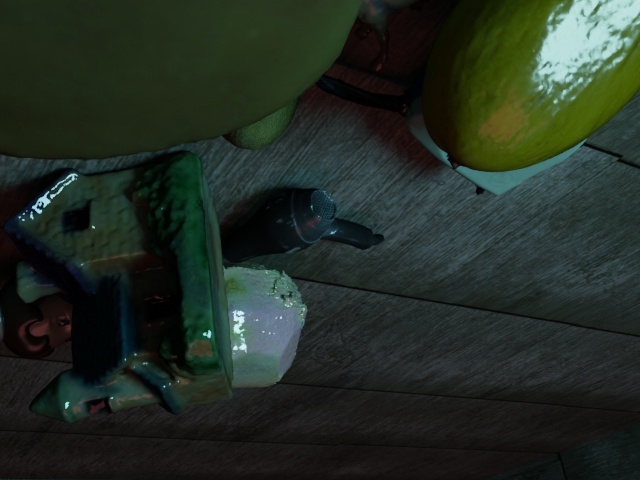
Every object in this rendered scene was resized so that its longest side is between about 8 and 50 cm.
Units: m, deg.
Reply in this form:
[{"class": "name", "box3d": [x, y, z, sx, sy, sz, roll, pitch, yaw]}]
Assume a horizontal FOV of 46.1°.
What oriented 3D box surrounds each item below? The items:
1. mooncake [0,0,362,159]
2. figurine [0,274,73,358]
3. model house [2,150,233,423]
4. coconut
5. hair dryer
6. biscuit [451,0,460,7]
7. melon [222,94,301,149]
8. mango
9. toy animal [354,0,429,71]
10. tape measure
[{"class": "mooncake", "box3d": [-0.171, -0.271, 0.469, 0.467, 0.262, 0.467, -3, 149, -2]}, {"class": "figurine", "box3d": [-0.419, 0.121, 1.211, 0.276, 0.158, 0.161, -4, 141, -7]}, {"class": "model house", "box3d": [-0.274, 0.074, 1.012, 0.280, 0.312, 0.245, -8, 154, -3]}, {"class": "coconut", "box3d": [-0.165, 0.134, 1.253, 0.245, 0.233, 0.233, 5, 149, -35]}, {"class": "hair dryer", "box3d": [0.000, 0.000, 1.185, 0.272, 0.091, 0.235, 13, 154, -38]}, {"class": "biscuit", "box3d": [0.249, -0.296, 0.774, 0.144, 0.016, 0.203, 8, 146, -24]}, {"class": "melon", "box3d": [-0.070, -0.168, 0.840, 0.099, 0.099, 0.162, 4, 147, -19]}, {"class": "mango", "box3d": [0.238, -0.199, 0.728, 0.332, 0.142, 0.195, -42, 120, 17]}, {"class": "toy animal", "box3d": [0.034, -0.254, 0.741, 0.214, 0.093, 0.186, -22, 153, 11]}, {"class": "tape measure", "box3d": [0.172, -0.181, 0.884, 0.351, 0.098, 0.215, 24, 140, -39]}]
